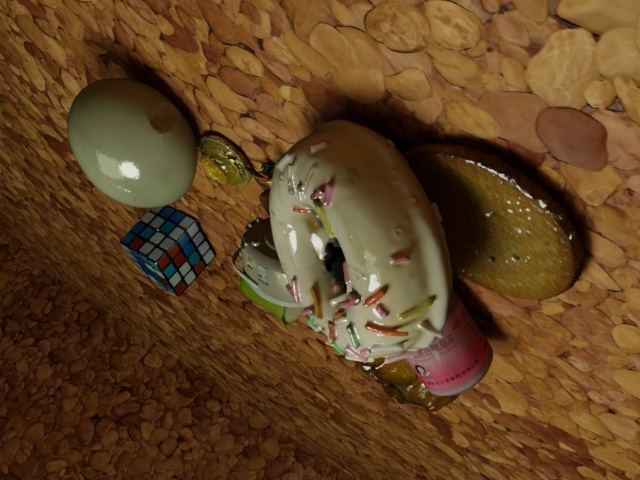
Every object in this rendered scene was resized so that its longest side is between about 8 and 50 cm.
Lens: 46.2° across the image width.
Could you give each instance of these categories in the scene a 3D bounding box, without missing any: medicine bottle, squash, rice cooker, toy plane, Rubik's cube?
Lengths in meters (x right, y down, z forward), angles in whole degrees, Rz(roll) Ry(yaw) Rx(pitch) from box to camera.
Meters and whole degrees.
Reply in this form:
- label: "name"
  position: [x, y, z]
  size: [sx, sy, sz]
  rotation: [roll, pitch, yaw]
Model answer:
- label: "medicine bottle"
  position: [0.188, 0.145, 1.310]
  size: [0.247, 0.147, 0.147]
  rotation: [54, 153, -18]
- label: "squash"
  position: [-0.121, 0.120, 1.808]
  size: [0.188, 0.095, 0.095]
  rotation: [28, 155, 35]
- label: "rice cooker"
  position: [-0.067, 0.038, 1.398]
  size: [0.206, 0.145, 0.127]
  rotation: [32, 141, 29]
- label: "toy plane"
  position: [-0.078, -0.111, 1.354]
  size: [0.135, 0.062, 0.188]
  rotation: [25, -167, -47]
- label: "Rubik's cube"
  position: [-0.391, 0.020, 1.936]
  size: [0.151, 0.155, 0.154]
  rotation: [27, 154, 31]

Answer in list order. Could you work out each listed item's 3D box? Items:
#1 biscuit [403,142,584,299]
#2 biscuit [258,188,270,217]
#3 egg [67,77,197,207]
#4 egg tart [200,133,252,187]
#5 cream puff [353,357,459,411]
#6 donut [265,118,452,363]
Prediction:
- label: "biscuit"
  position: [0.233, -0.026, 1.071]
  size: [0.305, 0.038, 0.305]
  rotation: [32, 156, 17]
- label: "biscuit"
  position: [-0.001, 0.001, 1.460]
  size: [0.301, 0.043, 0.278]
  rotation: [33, 156, 13]
- label: "egg"
  position: [-0.354, -0.184, 1.429]
  size: [0.269, 0.219, 0.219]
  rotation: [40, 158, -17]
- label: "egg tart"
  position: [-0.189, -0.147, 1.462]
  size: [0.130, 0.052, 0.130]
  rotation: [30, 153, 17]
- label: "cream puff"
  position: [0.171, 0.232, 1.504]
  size: [0.269, 0.155, 0.241]
  rotation: [42, 163, -23]
- label: "donut"
  position: [0.042, 0.011, 1.127]
  size: [0.382, 0.142, 0.383]
  rotation: [47, 148, 42]
